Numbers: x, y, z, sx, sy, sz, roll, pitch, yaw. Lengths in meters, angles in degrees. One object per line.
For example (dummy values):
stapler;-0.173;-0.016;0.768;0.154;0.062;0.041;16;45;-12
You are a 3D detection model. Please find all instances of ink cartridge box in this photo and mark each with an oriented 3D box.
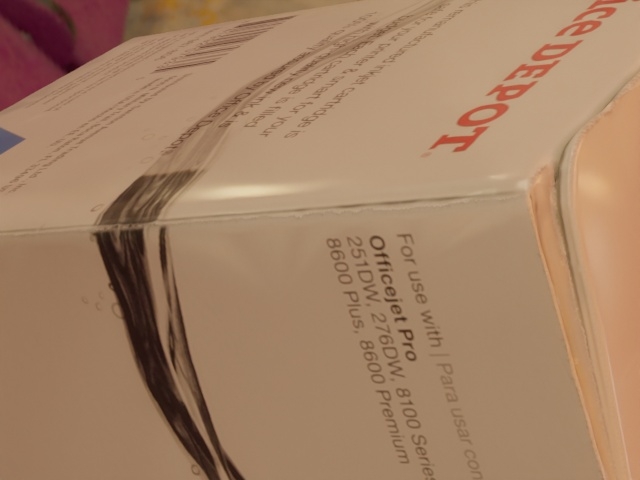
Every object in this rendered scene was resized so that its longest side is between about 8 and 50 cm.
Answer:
ink cartridge box;0.000;0.000;0.649;0.395;0.166;0.285;-3;25;36
